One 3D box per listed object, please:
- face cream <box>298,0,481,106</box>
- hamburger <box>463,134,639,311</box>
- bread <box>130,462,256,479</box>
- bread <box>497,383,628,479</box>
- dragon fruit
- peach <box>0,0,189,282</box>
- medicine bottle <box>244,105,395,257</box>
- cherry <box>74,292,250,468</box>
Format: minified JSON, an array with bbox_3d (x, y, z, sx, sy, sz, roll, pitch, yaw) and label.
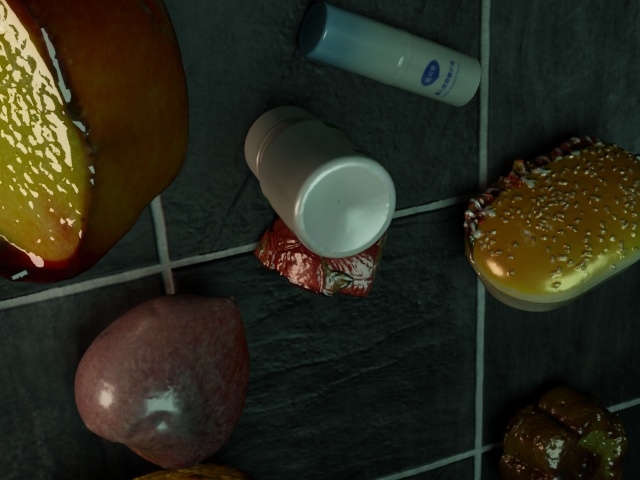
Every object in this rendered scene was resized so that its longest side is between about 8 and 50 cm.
[{"bbox_3d":[0.095,-0.247,1.366,0.250,0.077,0.077,13,109,-28],"label":"face cream"},{"bbox_3d":[0.355,-0.024,1.508,0.295,0.227,0.151,-29,146,-12],"label":"hamburger"},{"bbox_3d":[-0.206,0.455,1.433,0.358,0.337,0.204,-22,112,-45],"label":"bread"},{"bbox_3d":[0.427,0.366,1.780,0.232,0.135,0.246,-42,122,-15],"label":"bread"},{"bbox_3d":[0.001,0.001,1.426,0.161,0.120,0.127,4,107,-20],"label":"dragon fruit"},{"bbox_3d":[-0.308,-0.172,1.093,0.335,0.310,0.406,-11,113,25],"label":"peach"},{"bbox_3d":[-0.009,-0.083,1.307,0.139,0.237,0.139,-9,116,-19],"label":"medicine bottle"},{"bbox_3d":[-0.208,0.182,1.385,0.239,0.206,0.239,8,77,-37],"label":"cherry"}]
